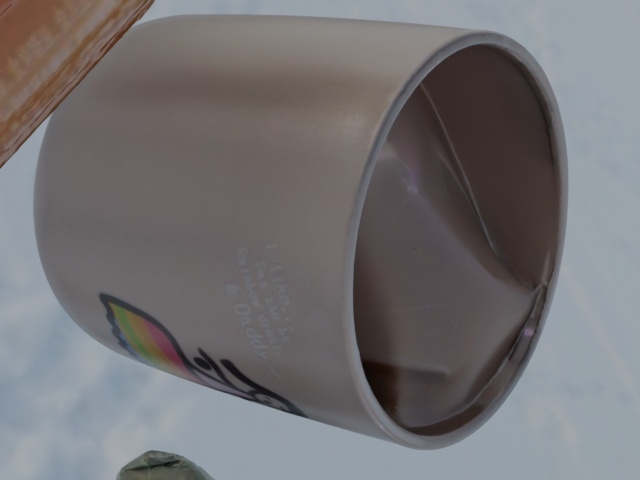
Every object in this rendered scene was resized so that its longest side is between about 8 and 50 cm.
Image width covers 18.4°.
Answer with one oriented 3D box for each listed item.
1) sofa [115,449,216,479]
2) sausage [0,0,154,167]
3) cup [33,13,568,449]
[{"bbox_3d":[-0.140,0.298,1.561,0.210,0.176,0.225,60,18,-74],"label":"sofa"},{"bbox_3d":[-0.134,0.007,0.411,0.071,0.234,0.071,37,-17,13],"label":"sausage"},{"bbox_3d":[0.000,0.000,0.967,0.200,0.191,0.253,11,-21,35],"label":"cup"}]
